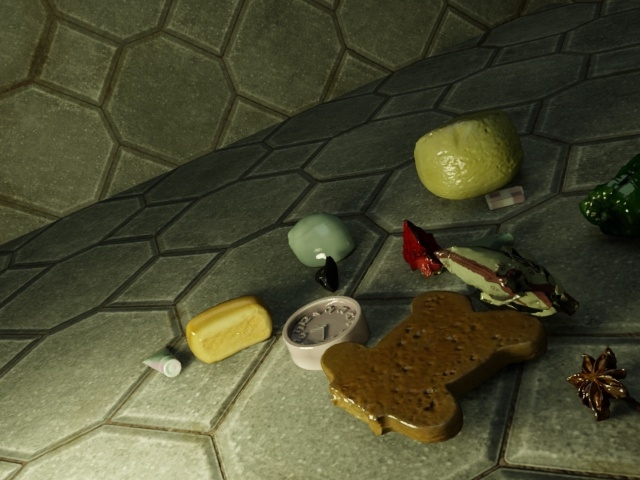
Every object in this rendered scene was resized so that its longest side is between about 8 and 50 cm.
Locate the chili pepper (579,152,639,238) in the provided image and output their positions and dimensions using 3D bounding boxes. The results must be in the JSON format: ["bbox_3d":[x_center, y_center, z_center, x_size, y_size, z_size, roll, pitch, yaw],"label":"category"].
[{"bbox_3d":[0.788,-0.136,1.445,0.385,0.213,0.167,-35,70,-20],"label":"chili pepper"}]

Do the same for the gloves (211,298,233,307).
[{"bbox_3d":[-0.243,0.197,1.681,0.114,0.070,0.153,-27,17,-16],"label":"gloves"}]

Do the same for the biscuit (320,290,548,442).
[{"bbox_3d":[0.211,0.243,1.254,0.394,0.076,0.368,-32,27,-29],"label":"biscuit"}]

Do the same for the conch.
[{"bbox_3d":[-0.004,-0.003,1.874,0.221,0.121,0.185,11,70,42],"label":"conch"}]

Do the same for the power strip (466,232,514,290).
[{"bbox_3d":[0.404,0.055,1.504,0.137,0.044,0.216,-9,27,23],"label":"power strip"}]

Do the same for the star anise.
[{"bbox_3d":[0.484,0.256,1.026,0.097,0.070,0.191,-44,22,16],"label":"star anise"}]

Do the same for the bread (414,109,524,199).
[{"bbox_3d":[0.449,-0.259,1.891,0.320,0.237,0.320,-14,11,3],"label":"bread"}]

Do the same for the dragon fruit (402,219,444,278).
[{"bbox_3d":[0.279,0.020,1.593,0.092,0.123,0.192,-8,22,-7],"label":"dragon fruit"}]

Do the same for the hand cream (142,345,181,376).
[{"bbox_3d":[-0.412,0.314,1.622,0.076,0.047,0.174,-34,20,-25],"label":"hand cream"}]

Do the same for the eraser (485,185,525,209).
[{"bbox_3d":[0.531,-0.123,1.783,0.105,0.026,0.065,-14,23,14],"label":"eraser"}]

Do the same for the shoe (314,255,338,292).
[{"bbox_3d":[0.014,0.099,1.702,0.053,0.062,0.159,-27,23,19],"label":"shoe"}]

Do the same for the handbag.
[{"bbox_3d":[0.375,0.076,1.271,0.213,0.127,0.235,16,12,-25],"label":"handbag"}]

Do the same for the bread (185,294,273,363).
[{"bbox_3d":[-0.228,0.212,1.551,0.217,0.147,0.098,-21,39,-11],"label":"bread"}]

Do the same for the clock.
[{"bbox_3d":[0.013,0.214,1.459,0.196,0.068,0.197,-18,25,9],"label":"clock"}]
